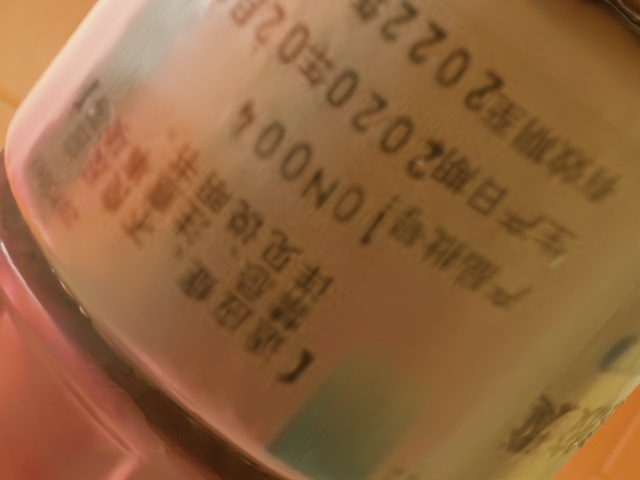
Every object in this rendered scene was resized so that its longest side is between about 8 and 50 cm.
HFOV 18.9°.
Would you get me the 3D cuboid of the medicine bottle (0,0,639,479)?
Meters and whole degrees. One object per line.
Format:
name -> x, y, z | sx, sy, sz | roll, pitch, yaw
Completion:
medicine bottle -> 0.000, 0.000, 0.386 | 0.135, 0.168, 0.135 | 37, -162, -14
